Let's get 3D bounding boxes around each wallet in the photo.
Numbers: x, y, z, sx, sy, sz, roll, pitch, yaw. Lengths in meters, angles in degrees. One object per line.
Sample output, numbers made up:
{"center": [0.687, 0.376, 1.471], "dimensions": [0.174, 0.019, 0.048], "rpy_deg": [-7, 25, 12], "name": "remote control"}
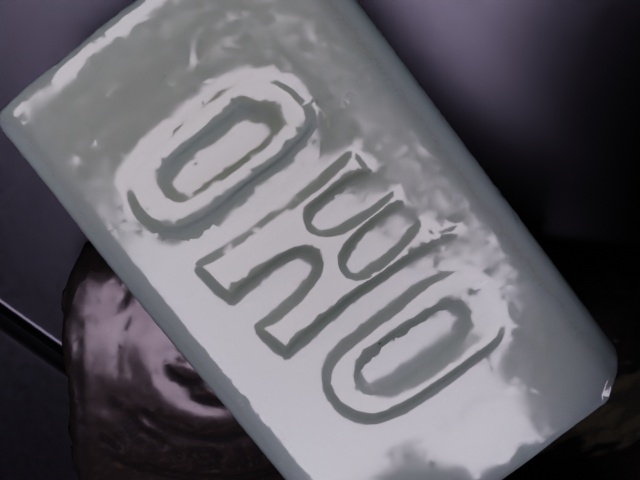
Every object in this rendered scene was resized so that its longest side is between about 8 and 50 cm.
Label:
{"center": [0.055, 0.086, 0.432], "dimensions": [0.321, 0.044, 0.171], "rpy_deg": [2, 113, -1], "name": "wallet"}

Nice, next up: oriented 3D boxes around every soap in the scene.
{"center": [0.000, 0.000, 0.354], "dimensions": [0.119, 0.066, 0.198], "rpy_deg": [-37, 98, 6], "name": "soap"}
